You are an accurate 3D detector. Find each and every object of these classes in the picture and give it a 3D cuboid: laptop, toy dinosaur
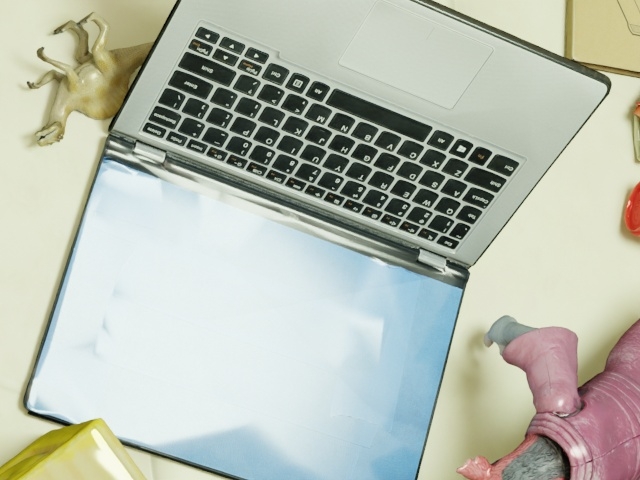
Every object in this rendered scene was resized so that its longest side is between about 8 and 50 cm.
[{"bbox_3d":[0.000,0.000,1.490,0.382,0.408,0.236,20,40,-18],"label":"laptop"},{"bbox_3d":[-0.200,-0.159,1.539,0.183,0.053,0.093,-37,111,-16],"label":"toy dinosaur"}]

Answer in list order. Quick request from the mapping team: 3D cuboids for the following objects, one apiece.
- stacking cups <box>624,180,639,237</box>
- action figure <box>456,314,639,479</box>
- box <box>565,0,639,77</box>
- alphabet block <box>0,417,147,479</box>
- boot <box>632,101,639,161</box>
[{"bbox_3d":[0.462,0.015,1.754,0.316,0.096,0.096,15,75,-14],"label":"stacking cups"},{"bbox_3d":[0.280,0.183,1.549,0.370,0.275,0.248,-23,102,-39],"label":"action figure"},{"bbox_3d":[0.334,-0.270,1.782,0.164,0.021,0.201,8,77,-21],"label":"box"},{"bbox_3d":[-0.215,0.280,1.370,0.193,0.192,0.197,-38,95,-25],"label":"alphabet block"},{"bbox_3d":[0.363,-0.151,1.740,0.084,0.059,0.158,0,98,-13],"label":"boot"}]
